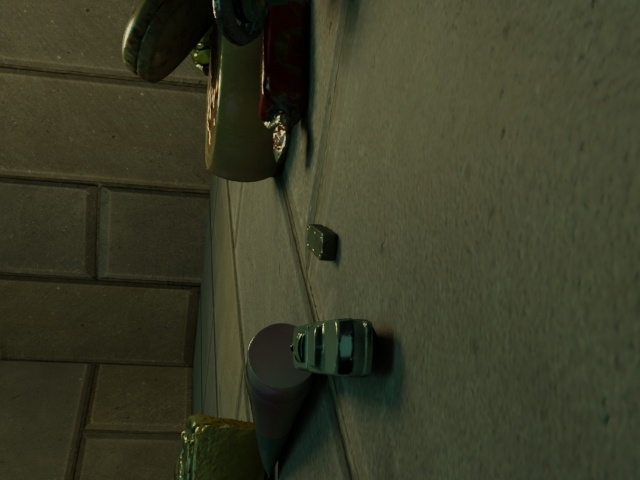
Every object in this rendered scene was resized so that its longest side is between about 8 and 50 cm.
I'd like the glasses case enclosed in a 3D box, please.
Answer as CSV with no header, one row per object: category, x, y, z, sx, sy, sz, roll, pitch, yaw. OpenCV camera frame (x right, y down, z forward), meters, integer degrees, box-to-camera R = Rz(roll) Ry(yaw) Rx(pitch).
glasses case,-0.173,-0.423,1.231,0.425,0.098,0.156,-61,5,-26

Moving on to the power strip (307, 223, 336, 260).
power strip,0.000,0.000,0.779,0.083,0.017,0.027,-135,51,-75

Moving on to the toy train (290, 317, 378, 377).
toy train,0.008,0.087,0.637,0.207,0.047,0.043,142,130,-77

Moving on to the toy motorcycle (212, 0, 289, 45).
toy motorcycle,-0.066,-0.358,0.854,0.198,0.109,0.296,58,-140,-51

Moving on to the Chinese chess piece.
Chinese chess piece,-0.109,-0.222,1.182,0.270,0.112,0.270,-177,90,-78

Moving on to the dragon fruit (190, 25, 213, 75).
dragon fruit,-0.183,-0.449,1.516,0.200,0.198,0.269,-50,30,26

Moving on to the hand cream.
hand cream,-0.056,0.180,0.888,0.312,0.070,0.111,105,162,-59

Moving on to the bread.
bread,-0.135,0.359,1.073,0.186,0.124,0.257,109,160,-51

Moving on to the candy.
candy,-0.048,-0.228,1.003,0.086,0.059,0.292,112,160,-67
